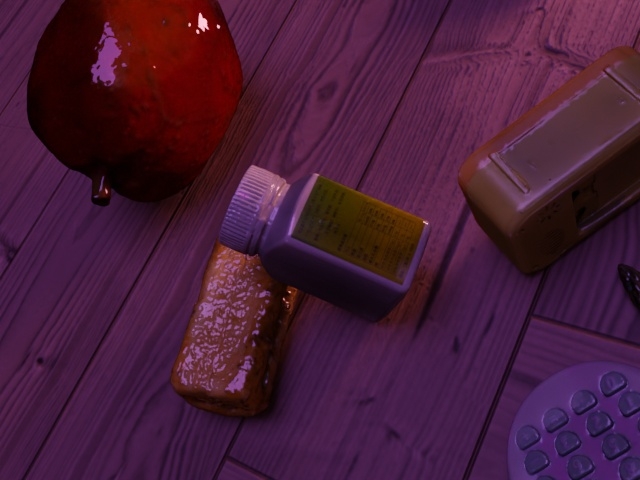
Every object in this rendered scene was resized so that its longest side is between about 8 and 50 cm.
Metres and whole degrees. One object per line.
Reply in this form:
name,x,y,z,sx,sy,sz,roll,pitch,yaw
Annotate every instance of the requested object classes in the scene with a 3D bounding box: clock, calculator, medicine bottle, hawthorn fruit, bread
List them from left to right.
hawthorn fruit,-0.239,-0.177,0.951,0.265,0.265,0.307,-4,66,26
bread,-0.088,0.087,0.824,0.114,0.083,0.210,4,64,23
medicine bottle,0.000,0.000,0.750,0.189,0.132,0.088,24,68,-1
clock,0.242,-0.073,0.709,0.202,0.143,0.096,-37,59,3
calculator,0.256,0.229,0.570,0.185,0.041,0.298,-40,50,17

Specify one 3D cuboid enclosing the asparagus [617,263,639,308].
asparagus,0.306,0.117,0.637,0.034,0.027,0.235,-25,53,27
